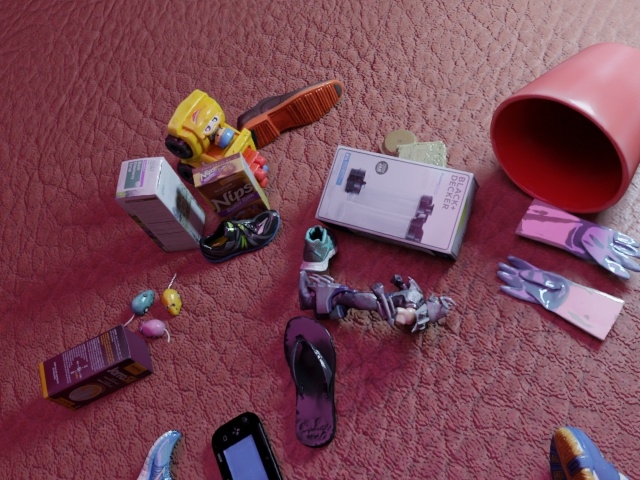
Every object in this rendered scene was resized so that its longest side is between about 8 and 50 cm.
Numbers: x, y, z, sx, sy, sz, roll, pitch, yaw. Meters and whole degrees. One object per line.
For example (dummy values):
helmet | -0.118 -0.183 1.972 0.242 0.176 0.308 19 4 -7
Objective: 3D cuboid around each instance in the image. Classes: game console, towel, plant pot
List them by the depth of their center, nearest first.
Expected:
game console | -0.108 0.479 1.092 0.213 0.044 0.361 -27 57 -1
plant pot | 0.504 -0.230 1.205 0.275 0.275 0.243 33 65 28
towel | 0.214 -0.141 1.346 0.110 0.027 0.148 -2 73 13

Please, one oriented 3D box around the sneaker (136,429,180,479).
sneaker | -0.292 0.431 1.172 0.073 0.063 0.162 19 72 5

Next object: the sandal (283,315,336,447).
sandal | -0.016 0.253 1.186 0.097 0.054 0.254 -15 59 7

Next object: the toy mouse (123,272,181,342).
toy mouse | -0.368 0.155 1.353 0.143 0.031 0.161 -20 58 4

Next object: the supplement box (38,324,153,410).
supplement box | -0.449 0.257 1.276 0.188 0.104 0.080 -26 59 1

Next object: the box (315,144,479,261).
box | 0.154 -0.079 1.281 0.290 0.087 0.169 17 85 23

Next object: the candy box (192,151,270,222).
candy box | -0.186 -0.100 1.354 0.109 0.186 0.053 -20 58 5

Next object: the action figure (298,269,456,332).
action figure | 0.106 0.111 1.172 0.285 0.185 0.099 2 87 22

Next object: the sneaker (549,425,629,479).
sneaker | 0.460 0.414 0.950 0.131 0.111 0.296 -14 59 -13

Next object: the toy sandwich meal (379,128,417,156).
toy sandwich meal | 0.175 -0.209 1.409 0.086 0.029 0.085 -5 60 9

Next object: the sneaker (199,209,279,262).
sneaker | -0.174 -0.013 1.366 0.188 0.078 0.067 -24 58 1

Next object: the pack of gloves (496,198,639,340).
pack of gloves | 0.462 0.053 1.184 0.232 0.046 0.195 28 83 30

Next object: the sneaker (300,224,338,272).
sneaker | 0.000 0.000 1.278 0.065 0.076 0.166 3 24 7

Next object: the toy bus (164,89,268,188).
toy bus | -0.211 -0.198 1.405 0.212 0.220 0.149 23 65 19

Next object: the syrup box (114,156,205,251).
syrup box | -0.334 -0.071 1.349 0.096 0.237 0.093 -6 61 12

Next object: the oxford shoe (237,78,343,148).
oxford shoe | -0.079 -0.323 1.506 0.272 0.097 0.098 -25 52 1
